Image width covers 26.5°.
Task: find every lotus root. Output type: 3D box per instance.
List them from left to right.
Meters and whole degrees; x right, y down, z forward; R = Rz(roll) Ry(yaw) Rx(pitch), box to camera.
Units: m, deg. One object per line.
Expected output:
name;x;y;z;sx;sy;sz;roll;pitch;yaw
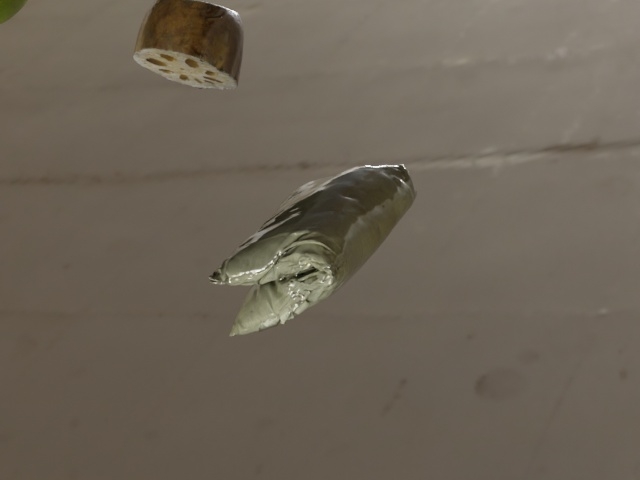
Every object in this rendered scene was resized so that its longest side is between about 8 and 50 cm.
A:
lotus root;-0.142;-0.216;1.475;0.122;0.081;0.112;10;177;35

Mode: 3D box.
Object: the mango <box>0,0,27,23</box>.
mango;-0.449;-0.337;1.459;0.156;0.343;0.192;-37;-124;26

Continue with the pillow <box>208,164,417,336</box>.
pillow;0.000;0.000;1.168;0.134;0.077;0.181;-21;-162;39
